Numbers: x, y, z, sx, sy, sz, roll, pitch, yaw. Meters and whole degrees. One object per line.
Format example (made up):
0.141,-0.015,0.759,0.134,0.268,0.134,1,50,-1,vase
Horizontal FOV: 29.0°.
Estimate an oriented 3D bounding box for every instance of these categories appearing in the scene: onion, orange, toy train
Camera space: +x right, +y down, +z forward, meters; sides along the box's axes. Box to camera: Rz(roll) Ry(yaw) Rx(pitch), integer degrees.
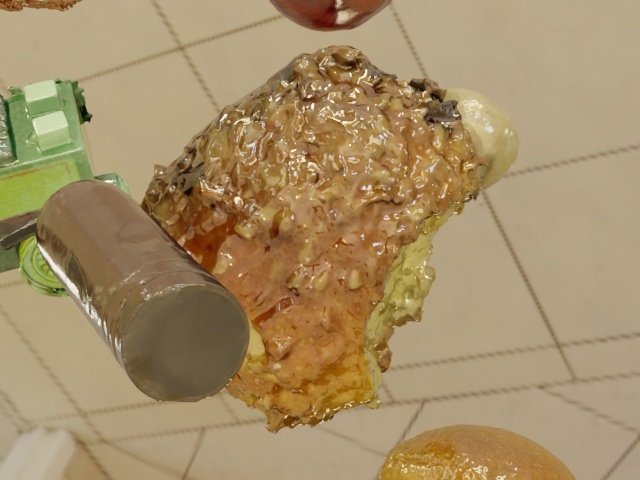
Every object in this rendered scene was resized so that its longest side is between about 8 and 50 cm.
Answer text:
0.032,-0.411,1.815,0.248,0.161,0.248,-21,155,-10,onion
0.257,0.457,2.016,0.357,0.322,0.322,27,136,18,orange
-0.326,-0.037,1.215,0.272,0.159,0.188,-15,131,-7,toy train

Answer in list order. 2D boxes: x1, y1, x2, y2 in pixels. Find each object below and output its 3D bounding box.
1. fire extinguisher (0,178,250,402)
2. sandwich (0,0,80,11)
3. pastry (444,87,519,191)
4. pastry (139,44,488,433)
-0.133,0.017,0.755,0.268,0.089,0.072,36,149,58,fire extinguisher
-0.386,-0.381,1.609,0.235,0.159,0.079,-1,164,5,sandwich
0.207,-0.141,1.774,0.156,0.092,0.156,22,127,33,pastry
-0.025,-0.014,1.353,0.337,0.292,0.405,26,96,17,pastry
